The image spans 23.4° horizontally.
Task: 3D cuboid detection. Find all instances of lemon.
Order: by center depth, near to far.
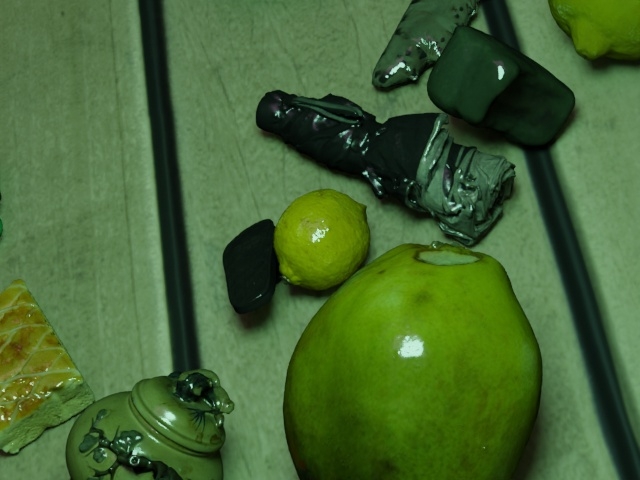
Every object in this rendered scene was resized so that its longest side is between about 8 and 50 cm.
[{"bbox_3d":[0.000,0.000,1.772,0.133,0.109,0.109,-44,55,-16],"label":"lemon"},{"bbox_3d":[0.377,-0.321,1.855,0.184,0.184,0.248,27,66,31],"label":"lemon"}]

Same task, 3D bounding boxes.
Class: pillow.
[{"bbox_3d":[0.150,-0.279,1.971,0.093,0.051,0.241,16,58,26],"label":"pillow"}]

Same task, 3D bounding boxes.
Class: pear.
[{"bbox_3d":[0.092,0.154,1.548,0.269,0.269,0.321,5,74,20],"label":"pear"}]

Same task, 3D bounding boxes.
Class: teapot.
[{"bbox_3d":[-0.167,0.215,1.596,0.182,0.173,0.269,-56,11,15],"label":"teapot"}]

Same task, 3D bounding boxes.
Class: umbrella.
[{"bbox_3d":[0.064,-0.109,1.837,0.357,0.106,0.113,25,70,30],"label":"umbrella"}]

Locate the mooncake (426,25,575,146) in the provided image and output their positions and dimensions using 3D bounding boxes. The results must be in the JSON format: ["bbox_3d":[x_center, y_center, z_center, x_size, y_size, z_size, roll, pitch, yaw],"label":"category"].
[{"bbox_3d":[0.212,-0.175,1.806,0.104,0.175,0.168,-63,15,8],"label":"mooncake"}]

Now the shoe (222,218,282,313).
[{"bbox_3d":[-0.074,0.042,1.799,0.071,0.049,0.179,-25,28,11],"label":"shoe"}]

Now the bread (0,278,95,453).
[{"bbox_3d":[-0.359,0.145,1.796,0.125,0.068,0.188,-33,52,-8],"label":"bread"}]

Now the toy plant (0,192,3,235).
[{"bbox_3d":[-0.466,-0.041,1.952,0.143,0.105,0.200,9,74,5],"label":"toy plant"}]
